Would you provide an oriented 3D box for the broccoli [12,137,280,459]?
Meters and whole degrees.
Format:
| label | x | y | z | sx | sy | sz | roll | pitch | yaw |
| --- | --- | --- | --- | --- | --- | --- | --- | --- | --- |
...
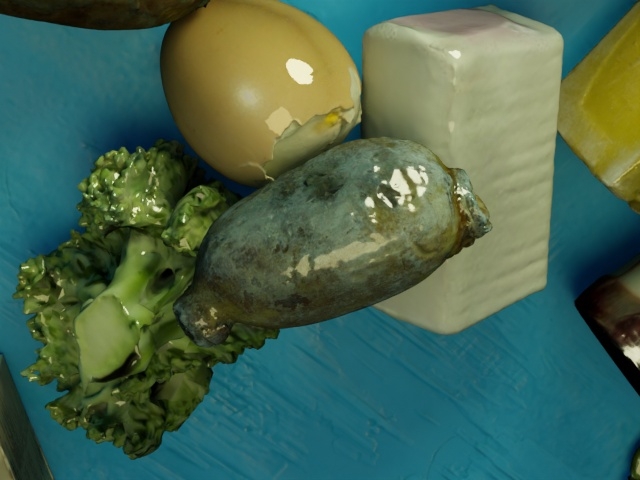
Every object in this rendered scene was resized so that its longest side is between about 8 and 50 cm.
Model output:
| label | x | y | z | sx | sy | sz | roll | pitch | yaw |
| --- | --- | --- | --- | --- | --- | --- | --- | --- | --- |
| broccoli | -0.200 | 0.063 | 1.757 | 0.338 | 0.317 | 0.277 | -41 | 86 | -14 |

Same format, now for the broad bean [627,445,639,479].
| label | x | y | z | sx | sy | sz | roll | pitch | yaw |
| --- | --- | --- | --- | --- | --- | --- | --- | --- | --- |
| broad bean | 0.505 | 0.253 | 1.991 | 0.056 | 0.098 | 0.318 | -2 | 139 | -45 |

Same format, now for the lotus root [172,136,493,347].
| label | x | y | z | sx | sy | sz | roll | pitch | yaw |
| --- | --- | --- | --- | --- | --- | --- | --- | --- | --- |
| lotus root | -0.001 | -0.002 | 1.594 | 0.350 | 0.175 | 0.175 | -23 | 115 | 0 |

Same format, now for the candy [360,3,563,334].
| label | x | y | z | sx | sy | sz | roll | pitch | yaw |
| --- | --- | --- | --- | --- | --- | --- | --- | --- | --- |
| candy | 0.160 | -0.086 | 1.743 | 0.208 | 0.145 | 0.358 | -19 | 121 | -37 |

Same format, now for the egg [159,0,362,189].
| label | x | y | z | sx | sy | sz | roll | pitch | yaw |
| --- | --- | --- | --- | --- | --- | --- | --- | --- | --- |
| egg | -0.072 | -0.171 | 1.686 | 0.244 | 0.201 | 0.201 | 41 | 108 | 16 |

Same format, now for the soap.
| label | x | y | z | sx | sy | sz | roll | pitch | yaw |
| --- | --- | --- | --- | --- | --- | --- | --- | --- | --- |
| soap | 0.413 | -0.198 | 1.728 | 0.315 | 0.199 | 0.091 | -45 | 133 | 15 |

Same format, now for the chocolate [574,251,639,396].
| label | x | y | z | sx | sy | sz | roll | pitch | yaw |
| --- | --- | --- | --- | --- | --- | --- | --- | --- | --- |
| chocolate | 0.459 | 0.123 | 1.856 | 0.186 | 0.283 | 0.283 | -36 | 114 | 5 |

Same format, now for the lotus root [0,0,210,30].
| label | x | y | z | sx | sy | sz | roll | pitch | yaw |
| --- | --- | --- | --- | --- | --- | --- | --- | --- | --- |
| lotus root | -0.258 | -0.336 | 1.583 | 0.346 | 0.250 | 0.250 | 11 | 113 | -19 |

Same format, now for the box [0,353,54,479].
| label | x | y | z | sx | sy | sz | roll | pitch | yaw |
| --- | --- | --- | --- | --- | --- | --- | --- | --- | --- |
| box | -0.407 | 0.276 | 1.879 | 0.095 | 0.168 | 0.212 | -16 | 115 | 0 |
